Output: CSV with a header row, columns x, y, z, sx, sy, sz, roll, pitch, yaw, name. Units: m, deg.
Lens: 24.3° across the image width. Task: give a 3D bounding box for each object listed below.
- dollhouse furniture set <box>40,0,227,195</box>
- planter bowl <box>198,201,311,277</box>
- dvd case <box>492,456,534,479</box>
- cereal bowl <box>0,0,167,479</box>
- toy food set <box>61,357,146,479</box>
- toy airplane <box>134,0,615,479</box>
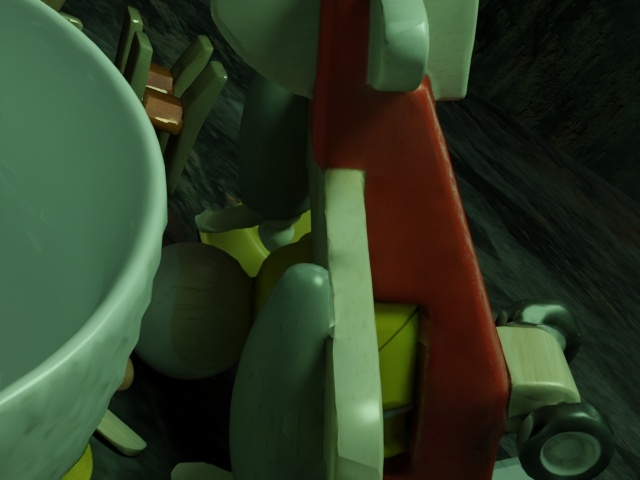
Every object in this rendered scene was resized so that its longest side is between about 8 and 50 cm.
x,y,z,sx,sy,sz,roll,pitch,yaw,name
-0.204,-0.091,0.951,0.262,0.135,0.259,19,16,-19,dollhouse furniture set
0.013,0.018,1.218,0.217,0.090,0.217,36,16,-12,planter bowl
0.196,0.255,1.087,0.239,0.029,0.179,46,16,23,dvd case
-0.224,0.013,0.467,0.339,0.141,0.339,11,34,-7,cereal bowl
-0.153,0.064,0.730,0.128,0.071,0.218,42,15,9,toy food set
0.000,0.000,0.898,0.386,0.272,0.384,45,30,-73,toy airplane
